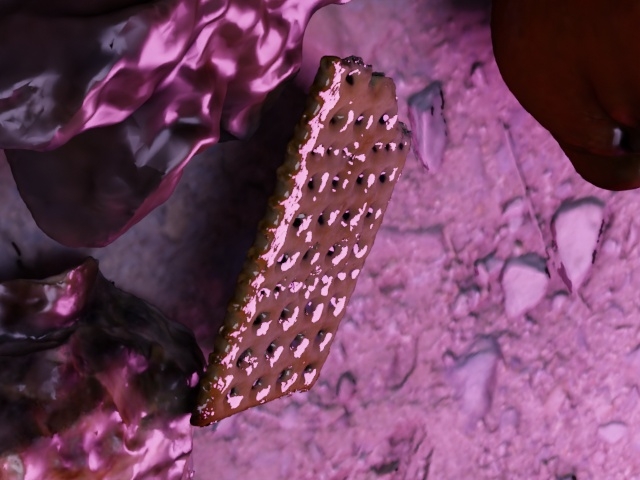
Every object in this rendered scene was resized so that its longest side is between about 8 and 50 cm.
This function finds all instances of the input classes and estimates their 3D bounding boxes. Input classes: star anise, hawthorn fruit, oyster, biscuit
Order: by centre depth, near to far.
[{"bbox_3d":[-0.054,-0.136,0.692,0.315,0.108,0.315,-49,165,-18],"label":"star anise"},{"bbox_3d":[-0.163,0.121,0.796,0.271,0.100,0.275,-49,127,-25],"label":"oyster"},{"bbox_3d":[-0.001,0.000,0.860,0.144,0.016,0.203,-7,121,-63],"label":"biscuit"},{"bbox_3d":[0.219,-0.145,0.866,0.224,0.224,0.260,37,72,-40],"label":"hawthorn fruit"}]
